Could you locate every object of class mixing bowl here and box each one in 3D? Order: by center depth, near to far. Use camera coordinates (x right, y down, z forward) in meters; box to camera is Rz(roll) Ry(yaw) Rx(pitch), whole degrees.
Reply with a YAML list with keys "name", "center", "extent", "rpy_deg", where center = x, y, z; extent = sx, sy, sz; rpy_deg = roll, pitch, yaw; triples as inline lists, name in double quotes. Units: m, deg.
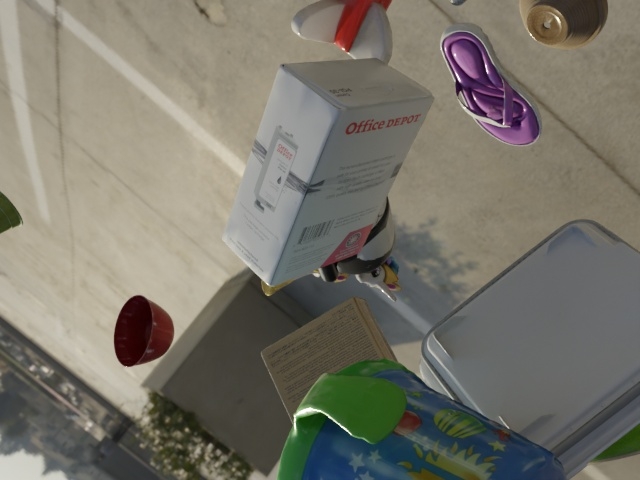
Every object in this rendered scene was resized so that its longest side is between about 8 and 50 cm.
- name: "mixing bowl"
  center: [-0.436, 0.234, 1.859]
  extent: [0.098, 0.182, 0.181]
  rpy_deg: [16, 178, -44]

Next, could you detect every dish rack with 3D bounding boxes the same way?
- name: "dish rack"
  center: [0.296, 0.120, 0.927]
  extent: [0.072, 0.332, 0.285]
  rpy_deg: [52, -179, -39]

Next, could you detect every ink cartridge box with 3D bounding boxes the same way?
- name: "ink cartridge box"
  center: [0.008, -0.098, 1.004]
  extent: [0.117, 0.207, 0.283]
  rpy_deg: [41, 127, 26]
- name: "ink cartridge box"
  center: [0.026, 0.252, 1.467]
  extent: [0.193, 0.234, 0.088]
  rpy_deg: [63, -166, 18]

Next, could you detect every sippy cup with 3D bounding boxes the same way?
- name: "sippy cup"
  center: [0.112, 0.256, 0.723]
  extent: [0.305, 0.240, 0.224]
  rpy_deg: [13, 177, -44]

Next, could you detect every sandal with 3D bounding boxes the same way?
- name: "sandal"
  center: [0.433, -0.380, 1.922]
  extent: [0.169, 0.102, 0.416]
  rpy_deg: [-16, 128, 43]

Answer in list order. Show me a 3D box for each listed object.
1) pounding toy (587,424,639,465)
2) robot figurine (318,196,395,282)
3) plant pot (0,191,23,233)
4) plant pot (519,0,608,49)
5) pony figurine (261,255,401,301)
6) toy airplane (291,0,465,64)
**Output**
- name: "pounding toy"
  center: [0.416, 0.225, 0.992]
  extent: [0.237, 0.182, 0.110]
  rpy_deg: [-34, 67, 48]
- name: "robot figurine"
  center: [0.063, -0.037, 1.477]
  extent: [0.173, 0.209, 0.278]
  rpy_deg: [-14, 149, 5]
- name: "plant pot"
  center: [-0.570, -0.035, 1.252]
  extent: [0.083, 0.079, 0.083]
  rpy_deg: [30, 145, 24]
- name: "plant pot"
  center: [0.620, -0.594, 1.927]
  extent: [0.237, 0.110, 0.237]
  rpy_deg: [30, 148, 21]
- name: "pony figurine"
  center: [0.000, 0.000, 1.729]
  extent: [0.363, 0.303, 0.351]
  rpy_deg: [8, -140, -36]
- name: "toy airplane"
  center: [0.114, -0.423, 1.008]
  extent: [0.272, 0.386, 0.384]
  rpy_deg: [22, 154, 39]
